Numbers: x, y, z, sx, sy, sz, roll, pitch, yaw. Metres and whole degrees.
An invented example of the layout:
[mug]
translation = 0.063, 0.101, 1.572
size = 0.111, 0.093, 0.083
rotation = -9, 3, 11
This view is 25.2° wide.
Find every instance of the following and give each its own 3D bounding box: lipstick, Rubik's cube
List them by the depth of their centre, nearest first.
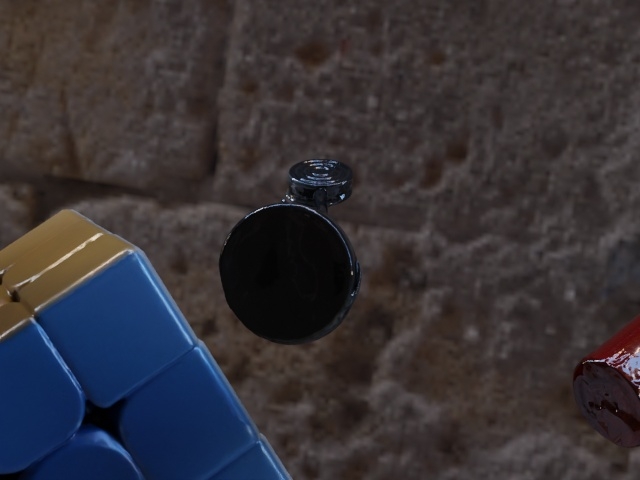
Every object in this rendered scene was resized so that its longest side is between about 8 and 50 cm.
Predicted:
[lipstick]
translation = 0.291, 0.054, 1.065
size = 0.279, 0.073, 0.073
rotation = -32, 25, -35
[Rubik's cube]
translation = -0.229, 0.179, 1.206
size = 0.291, 0.290, 0.291
rotation = -35, 18, -13

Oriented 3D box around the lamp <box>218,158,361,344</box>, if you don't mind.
[lamp]
translation = -0.002, -0.034, 1.267
size = 0.130, 0.109, 0.371
rotation = 2, 23, 11
